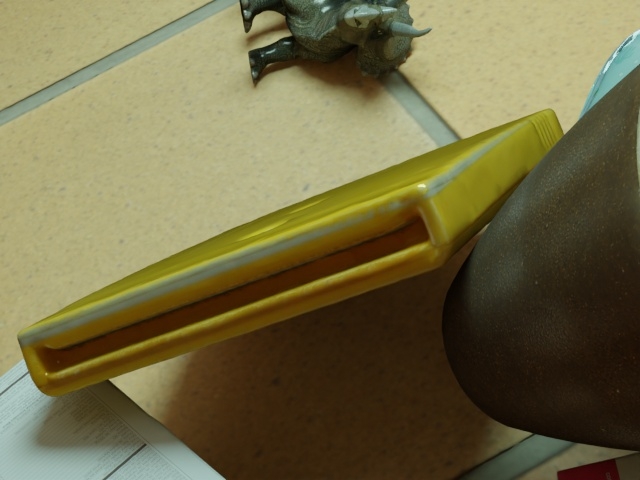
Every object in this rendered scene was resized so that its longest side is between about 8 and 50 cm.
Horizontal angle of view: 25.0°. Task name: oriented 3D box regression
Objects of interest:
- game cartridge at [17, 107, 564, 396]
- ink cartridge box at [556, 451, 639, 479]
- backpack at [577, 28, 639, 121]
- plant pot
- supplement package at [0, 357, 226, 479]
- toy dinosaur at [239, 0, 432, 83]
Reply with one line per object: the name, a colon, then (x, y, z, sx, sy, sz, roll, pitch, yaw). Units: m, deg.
game cartridge: (0.000, 0.000, 0.954, 0.285, 0.053, 0.323, -20, 3, 25)
ink cartridge box: (0.216, 0.162, 0.789, 0.150, 0.109, 0.063, -15, 44, 10)
backpack: (0.273, -0.041, 0.931, 0.225, 0.191, 0.253, 4, 42, 33)
plant pot: (0.171, 0.024, 0.758, 0.230, 0.215, 0.215, -31, 23, 53)
supplement package: (-0.131, 0.193, 0.898, 0.139, 0.134, 0.244, -40, 43, -18)
toy dinosaur: (0.004, -0.231, 1.325, 0.160, 0.121, 0.313, -8, 37, -1)
